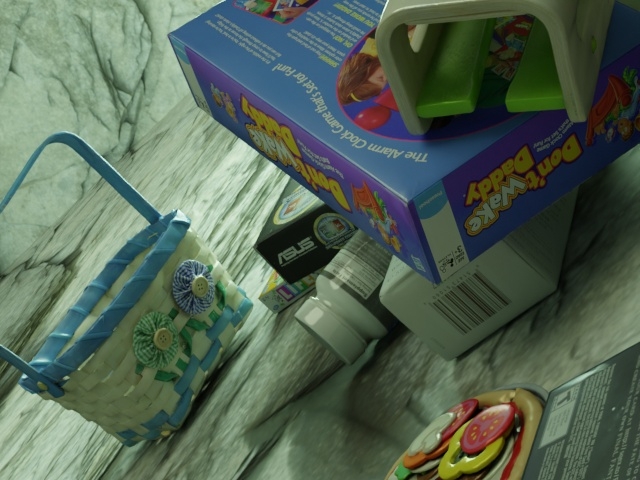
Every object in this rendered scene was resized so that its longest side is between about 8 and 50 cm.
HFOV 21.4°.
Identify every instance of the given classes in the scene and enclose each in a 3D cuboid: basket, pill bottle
[{"bbox_3d":[-0.231,0.054,1.776,0.254,0.289,0.201,-59,12,-30],"label":"basket"},{"bbox_3d":[0.045,0.034,1.433,0.137,0.078,0.078,-50,14,-7],"label":"pill bottle"}]

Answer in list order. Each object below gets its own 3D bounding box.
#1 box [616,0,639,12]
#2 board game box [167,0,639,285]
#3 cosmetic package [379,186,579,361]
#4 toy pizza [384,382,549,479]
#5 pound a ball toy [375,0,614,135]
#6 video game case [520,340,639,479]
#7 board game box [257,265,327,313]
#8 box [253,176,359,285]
[{"bbox_3d":[0.198,-0.198,1.423,0.275,0.094,0.113,-17,34,35],"label":"box"},{"bbox_3d":[0.069,-0.129,1.280,0.233,0.078,0.347,-34,39,-15],"label":"board game box"},{"bbox_3d":[0.132,-0.023,1.315,0.117,0.085,0.231,-37,18,32],"label":"cosmetic package"},{"bbox_3d":[0.070,0.164,1.084,0.201,0.032,0.201,-44,14,14],"label":"toy pizza"},{"bbox_3d":[0.173,-0.225,1.170,0.208,0.135,0.319,-3,42,23],"label":"pound a ball toy"},{"bbox_3d":[0.203,0.096,0.886,0.274,0.026,0.196,-35,18,39],"label":"video game case"},{"bbox_3d":[0.000,0.000,1.779,0.103,0.026,0.154,-36,18,40],"label":"board game box"},{"bbox_3d":[0.076,-0.089,1.663,0.270,0.060,0.216,-30,21,35],"label":"box"}]
